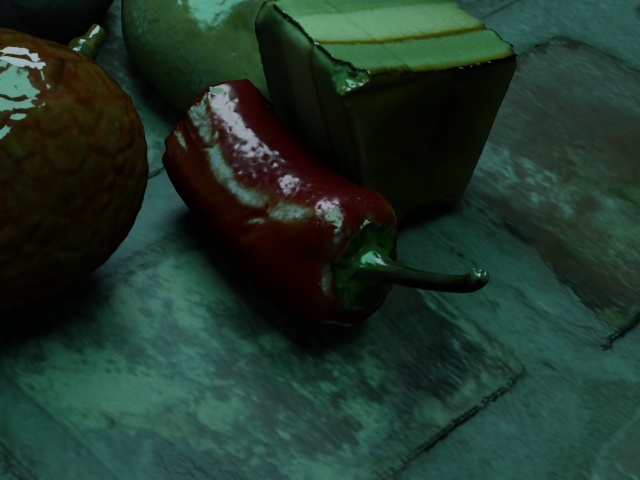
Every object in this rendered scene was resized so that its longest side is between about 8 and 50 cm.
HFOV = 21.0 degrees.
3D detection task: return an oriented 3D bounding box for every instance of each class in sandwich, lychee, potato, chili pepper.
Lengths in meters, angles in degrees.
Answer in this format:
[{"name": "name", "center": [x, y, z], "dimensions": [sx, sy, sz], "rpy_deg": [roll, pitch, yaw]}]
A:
[{"name": "sandwich", "center": [0.033, -0.113, 1.559], "dimensions": [0.227, 0.198, 0.155], "rpy_deg": [-11, 43, -43]}, {"name": "lychee", "center": [-0.266, -0.069, 1.411], "dimensions": [0.255, 0.255, 0.300], "rpy_deg": [13, 67, 1]}, {"name": "potato", "center": [-0.096, -0.207, 1.671], "dimensions": [0.178, 0.160, 0.235], "rpy_deg": [-39, 72, 2]}, {"name": "chili pepper", "center": [-0.001, 0.004, 1.471], "dimensions": [0.131, 0.134, 0.338], "rpy_deg": [-41, 55, -9]}]

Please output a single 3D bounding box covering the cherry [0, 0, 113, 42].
[{"name": "cherry", "center": [-0.294, -0.291, 1.692], "dimensions": [0.213, 0.183, 0.266], "rpy_deg": [33, 29, 9]}]
